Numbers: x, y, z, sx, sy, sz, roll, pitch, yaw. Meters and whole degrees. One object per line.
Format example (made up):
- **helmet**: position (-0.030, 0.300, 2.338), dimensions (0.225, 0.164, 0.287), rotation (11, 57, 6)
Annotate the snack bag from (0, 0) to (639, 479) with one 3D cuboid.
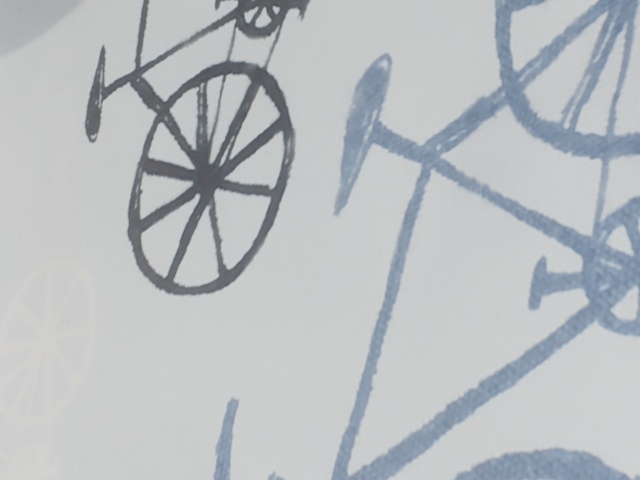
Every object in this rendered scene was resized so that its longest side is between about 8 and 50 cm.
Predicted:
- **snack bag**: position (0.000, 0.000, 0.484), dimensions (0.343, 0.323, 0.037), rotation (0, -15, 44)
